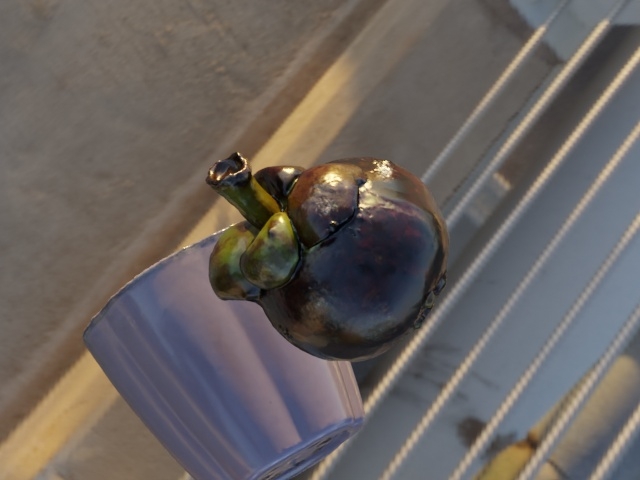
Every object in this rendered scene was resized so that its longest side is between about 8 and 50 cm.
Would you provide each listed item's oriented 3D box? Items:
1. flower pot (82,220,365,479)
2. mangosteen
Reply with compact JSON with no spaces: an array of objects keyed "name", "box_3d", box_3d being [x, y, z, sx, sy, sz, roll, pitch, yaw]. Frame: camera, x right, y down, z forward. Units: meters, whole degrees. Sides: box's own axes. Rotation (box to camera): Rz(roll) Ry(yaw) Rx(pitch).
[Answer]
[{"name":"flower pot","box_3d":[-0.085,0.140,1.492,0.265,0.265,0.243,-26,71,-23]},{"name":"mangosteen","box_3d":[0.007,0.009,1.053,0.184,0.172,0.172,10,81,7]}]
